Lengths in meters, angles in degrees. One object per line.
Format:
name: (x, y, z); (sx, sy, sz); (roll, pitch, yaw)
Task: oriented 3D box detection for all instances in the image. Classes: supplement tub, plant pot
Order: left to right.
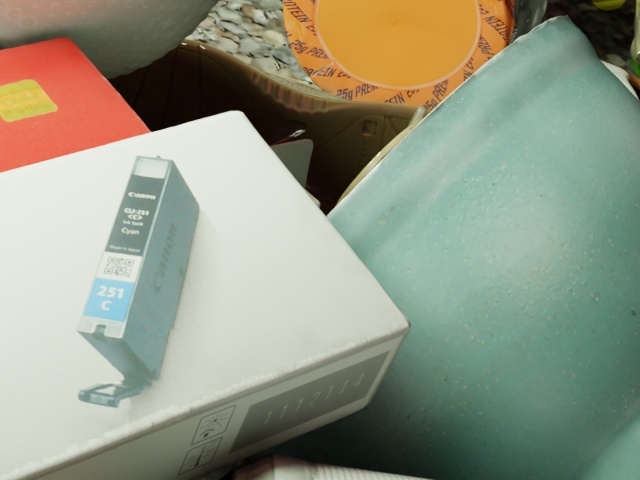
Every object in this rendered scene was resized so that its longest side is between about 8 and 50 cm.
supplement tub: (0.086, -0.245, 1.355); (0.207, 0.207, 0.338); (15, 37, 4)
plant pot: (0.100, 0.056, 0.923); (0.196, 0.293, 0.293); (45, 43, 8)

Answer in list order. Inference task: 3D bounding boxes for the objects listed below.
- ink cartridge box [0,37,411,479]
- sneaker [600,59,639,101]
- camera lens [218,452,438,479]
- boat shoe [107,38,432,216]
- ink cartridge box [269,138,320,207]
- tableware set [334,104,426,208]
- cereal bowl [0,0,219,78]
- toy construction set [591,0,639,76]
ink cartridge box: (-0.154, 0.003, 0.717); (0.296, 0.066, 0.261); (-19, 57, -37)
sneaker: (0.182, -0.056, 1.214); (0.123, 0.106, 0.290); (16, 35, 9)
camera lens: (0.064, 0.213, 0.724); (0.274, 0.219, 0.219); (9, 36, -5)
boat shoe: (-0.042, -0.066, 1.180); (0.302, 0.109, 0.098); (11, -3, -2)
ink cartridge box: (-0.072, 0.019, 1.029); (0.198, 0.115, 0.067); (-19, 46, -35)
tableware set: (0.000, 0.000, 0.981); (0.039, 0.194, 0.128); (44, 11, 8)
cereal bowl: (-0.212, -0.161, 0.933); (0.339, 0.339, 0.141); (10, 76, -4)
toy construction set: (0.320, -0.256, 1.449); (0.215, 0.151, 0.328); (5, 47, 0)
